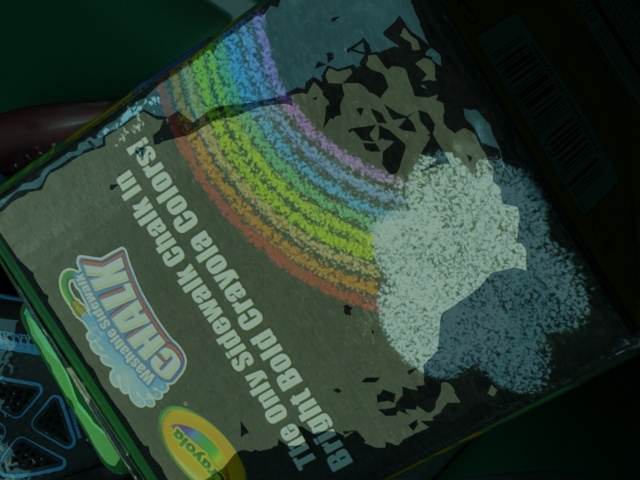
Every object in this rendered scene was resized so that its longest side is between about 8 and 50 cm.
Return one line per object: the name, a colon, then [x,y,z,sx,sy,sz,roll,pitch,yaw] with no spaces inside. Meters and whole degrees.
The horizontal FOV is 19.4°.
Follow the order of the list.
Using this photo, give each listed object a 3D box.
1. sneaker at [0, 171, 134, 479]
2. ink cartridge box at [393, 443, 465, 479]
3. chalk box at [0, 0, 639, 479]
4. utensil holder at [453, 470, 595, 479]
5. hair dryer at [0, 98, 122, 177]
sneaker: [-0.138,0.103,1.046,0.341,0.125,0.140,43,121,17]
ink cartridge box: [-0.003,0.098,0.963,0.150,0.063,0.109,-52,55,40]
chalk box: [0.000,0.000,0.772,0.289,0.179,0.180,-30,92,33]
utensil holder: [0.039,0.326,0.731,0.327,0.327,0.385,-43,60,45]
hair dryer: [-0.161,0.020,1.169,0.223,0.080,0.294,40,130,22]
